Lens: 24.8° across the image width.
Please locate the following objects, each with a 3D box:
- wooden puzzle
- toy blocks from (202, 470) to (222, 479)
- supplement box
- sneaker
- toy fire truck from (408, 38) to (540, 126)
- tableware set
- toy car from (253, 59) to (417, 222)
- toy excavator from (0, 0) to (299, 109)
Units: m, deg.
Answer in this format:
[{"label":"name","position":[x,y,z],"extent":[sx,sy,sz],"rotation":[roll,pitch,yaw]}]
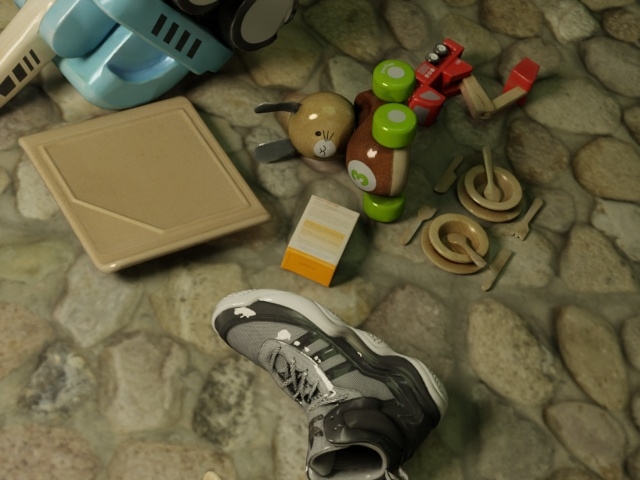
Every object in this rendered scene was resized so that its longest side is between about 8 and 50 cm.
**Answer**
[{"label":"wooden puzzle","position":[-0.204,-0.065,1.687],"extent":[0.221,0.044,0.239],"rotation":[-18,53,-29]},{"label":"toy blocks","position":[-0.146,0.276,1.367],"extent":[0.148,0.054,0.123],"rotation":[-13,23,-27]},{"label":"supplement box","position":[0.000,0.000,1.691],"extent":[0.062,0.036,0.098],"rotation":[23,47,3]},{"label":"sneaker","position":[-0.006,0.157,1.506],"extent":[0.268,0.101,0.153],"rotation":[26,45,2]},{"label":"toy fire truck","position":[0.192,-0.199,1.919],"extent":[0.135,0.047,0.192],"rotation":[33,49,11]},{"label":"tableware set","position":[0.191,-0.034,1.778],"extent":[0.128,0.039,0.194],"rotation":[29,48,9]},{"label":"toy car","position":[0.013,-0.122,1.735],"extent":[0.188,0.155,0.149],"rotation":[3,48,-2]},{"label":"toy excavator","position":[-0.301,-0.244,1.704],"extent":[0.222,0.445,0.433],"rotation":[46,9,26]}]
